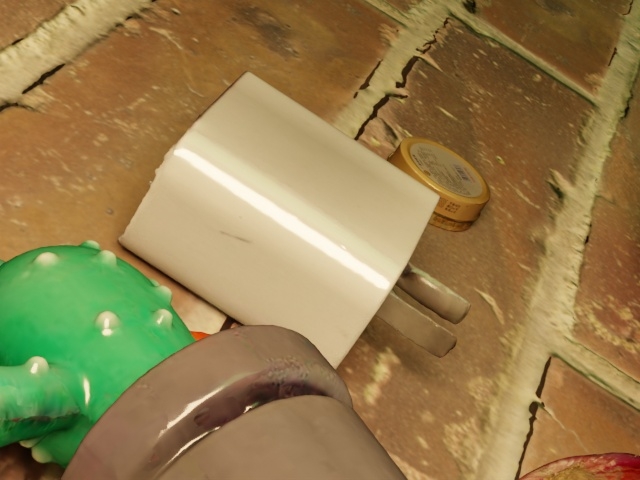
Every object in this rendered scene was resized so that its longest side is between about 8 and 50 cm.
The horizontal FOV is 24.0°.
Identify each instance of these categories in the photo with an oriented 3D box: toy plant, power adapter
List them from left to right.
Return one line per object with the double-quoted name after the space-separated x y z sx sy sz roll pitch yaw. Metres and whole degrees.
-0.090 0.115 0.827 0.280 0.185 0.400 -20 47 -32 "toy plant"
0.000 0.000 1.151 0.255 0.124 0.187 33 29 1 "power adapter"

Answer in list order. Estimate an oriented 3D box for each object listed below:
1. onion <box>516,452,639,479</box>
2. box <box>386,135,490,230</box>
0.185 0.223 1.026 0.150 0.150 0.140 -25 102 -58 "onion"
0.112 -0.056 1.447 0.106 0.037 0.105 26 28 -15 "box"
